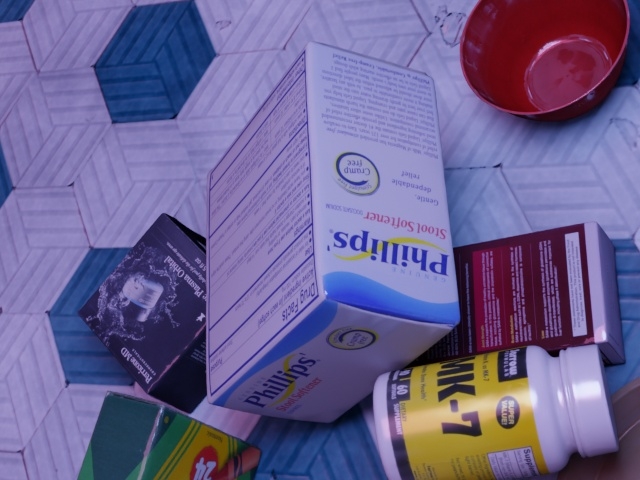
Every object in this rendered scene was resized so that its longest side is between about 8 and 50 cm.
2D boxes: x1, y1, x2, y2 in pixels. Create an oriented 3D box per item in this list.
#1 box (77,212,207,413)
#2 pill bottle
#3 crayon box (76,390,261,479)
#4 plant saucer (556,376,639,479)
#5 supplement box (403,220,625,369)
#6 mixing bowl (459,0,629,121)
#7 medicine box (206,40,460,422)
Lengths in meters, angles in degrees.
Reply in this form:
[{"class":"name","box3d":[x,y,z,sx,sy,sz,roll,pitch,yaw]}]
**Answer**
[{"class":"box","box3d":[-0.164,0.082,1.487,0.158,0.093,0.156,-50,55,2]},{"class":"pill bottle","box3d":[0.163,0.163,1.207,0.208,0.119,0.119,-12,63,13]},{"class":"crayon box","box3d":[-0.182,0.334,1.323,0.081,0.202,0.318,9,75,31]},{"class":"plant saucer","box3d":[0.340,0.238,1.155,0.278,0.041,0.278,-19,52,26]},{"class":"supplement box","box3d":[0.177,0.071,1.319,0.239,0.073,0.130,-11,64,24]},{"class":"mixing bowl","box3d":[0.249,-0.194,1.380,0.181,0.098,0.181,-12,63,24]},{"class":"medicine box","box3d":[0.000,0.000,1.316,0.263,0.149,0.289,-45,41,50]}]
